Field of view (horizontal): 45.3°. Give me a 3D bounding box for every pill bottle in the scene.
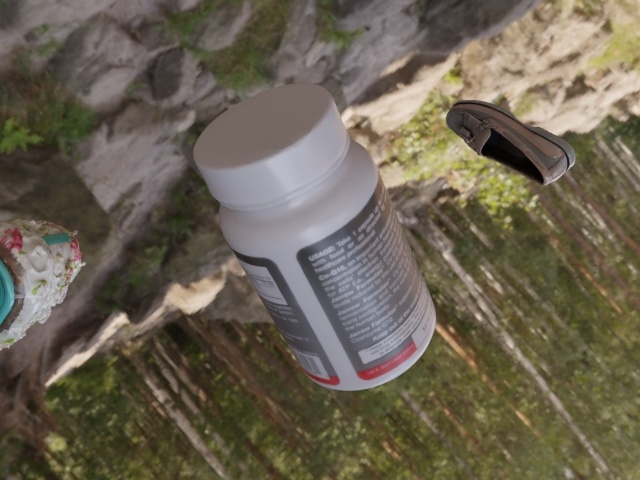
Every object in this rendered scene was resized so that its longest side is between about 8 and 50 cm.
[{"bbox_3d":[0.000,0.000,0.757,0.161,0.283,0.161,-17,-145,13],"label":"pill bottle"}]

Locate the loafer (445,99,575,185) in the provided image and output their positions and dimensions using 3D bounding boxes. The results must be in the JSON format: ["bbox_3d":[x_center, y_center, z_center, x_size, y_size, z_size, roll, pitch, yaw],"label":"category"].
[{"bbox_3d":[0.155,-0.085,0.662,0.039,0.125,0.045,-43,143,-23],"label":"loafer"}]

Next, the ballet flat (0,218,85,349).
[{"bbox_3d":[-0.240,0.060,0.514,0.241,0.091,0.077,-29,-178,29],"label":"ballet flat"}]
